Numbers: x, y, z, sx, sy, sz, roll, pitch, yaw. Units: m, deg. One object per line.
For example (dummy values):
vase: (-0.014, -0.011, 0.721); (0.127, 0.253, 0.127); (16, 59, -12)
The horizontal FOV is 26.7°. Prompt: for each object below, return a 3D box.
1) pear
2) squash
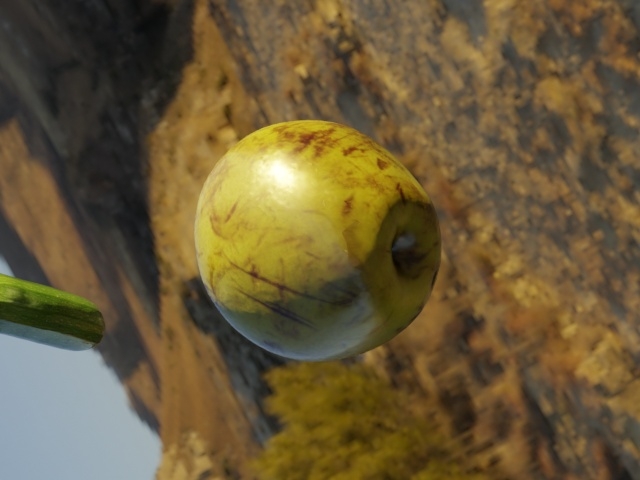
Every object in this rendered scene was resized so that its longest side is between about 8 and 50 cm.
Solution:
pear: (0.000, 0.000, 1.505); (0.283, 0.284, 0.283); (61, 174, 11)
squash: (-0.332, 0.084, 1.565); (0.077, 0.068, 0.219); (20, 179, 44)
